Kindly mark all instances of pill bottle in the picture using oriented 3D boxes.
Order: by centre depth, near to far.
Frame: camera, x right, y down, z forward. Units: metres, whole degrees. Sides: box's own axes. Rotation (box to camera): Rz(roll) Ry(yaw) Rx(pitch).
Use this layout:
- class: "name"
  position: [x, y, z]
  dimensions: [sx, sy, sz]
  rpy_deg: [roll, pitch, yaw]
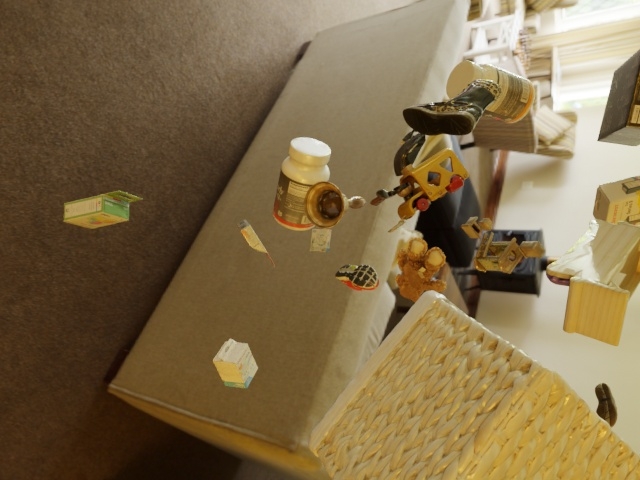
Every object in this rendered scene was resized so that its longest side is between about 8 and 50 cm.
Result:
- class: "pill bottle"
  position: [0.581, -0.511, 1.539]
  dimensions: [0.279, 0.162, 0.162]
  rpy_deg: [7, 85, -26]
- class: "pill bottle"
  position: [-0.077, -0.241, 1.929]
  dimensions: [0.210, 0.210, 0.362]
  rpy_deg: [-39, 151, -49]

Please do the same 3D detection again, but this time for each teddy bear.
- class: "teddy bear"
  position: [0.433, 0.121, 1.938]
  dimensions: [0.113, 0.245, 0.337]
  rpy_deg: [-50, 143, -38]

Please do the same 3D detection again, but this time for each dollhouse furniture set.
- class: "dollhouse furniture set"
  position: [0.509, 0.013, 1.298]
  dimensions: [0.161, 0.182, 0.101]
  rpy_deg: [45, 74, -14]

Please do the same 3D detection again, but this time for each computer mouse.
- class: "computer mouse"
  position: [0.329, -0.366, 1.709]
  dimensions: [0.060, 0.184, 0.262]
  rpy_deg: [33, 88, -19]

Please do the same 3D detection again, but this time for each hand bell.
- class: "hand bell"
  position: [0.072, -0.105, 1.286]
  dimensions: [0.242, 0.126, 0.126]
  rpy_deg: [-10, 100, -57]

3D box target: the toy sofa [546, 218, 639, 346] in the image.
- class: "toy sofa"
  position: [0.712, 0.088, 1.125]
  dimensions: [0.363, 0.177, 0.150]
  rpy_deg: [-30, 124, -36]

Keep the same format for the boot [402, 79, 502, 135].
- class: "boot"
  position: [0.371, -0.379, 1.269]
  dimensions: [0.178, 0.236, 0.085]
  rpy_deg: [-44, 130, -20]

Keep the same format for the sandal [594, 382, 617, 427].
- class: "sandal"
  position: [1.088, 0.629, 1.700]
  dimensions: [0.049, 0.072, 0.180]
  rpy_deg: [40, 44, -17]

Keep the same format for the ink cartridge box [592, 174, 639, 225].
- class: "ink cartridge box"
  position: [1.022, -0.127, 1.456]
  dimensions: [0.154, 0.213, 0.093]
  rpy_deg: [64, 18, -44]

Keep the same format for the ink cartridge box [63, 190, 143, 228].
- class: "ink cartridge box"
  position: [-0.666, -0.092, 1.380]
  dimensions: [0.109, 0.210, 0.062]
  rpy_deg: [29, 52, -69]

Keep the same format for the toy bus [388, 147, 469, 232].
- class: "toy bus"
  position: [0.228, -0.126, 1.019]
  dimensions: [0.104, 0.191, 0.202]
  rpy_deg: [56, 31, 2]

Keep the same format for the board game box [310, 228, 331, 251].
- class: "board game box"
  position: [0.000, 0.000, 1.766]
  dimensions: [0.020, 0.090, 0.089]
  rpy_deg: [9, 85, -45]

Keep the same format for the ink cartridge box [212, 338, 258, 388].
- class: "ink cartridge box"
  position: [-0.287, 0.411, 1.507]
  dimensions: [0.092, 0.090, 0.143]
  rpy_deg: [-61, 144, -49]

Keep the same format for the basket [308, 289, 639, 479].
- class: "basket"
  position: [0.227, 0.313, 0.669]
  dimensions: [0.328, 0.266, 0.331]
  rpy_deg: [40, 86, -23]

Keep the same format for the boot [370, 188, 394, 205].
- class: "boot"
  position: [0.228, -0.167, 1.790]
  dimensions: [0.107, 0.114, 0.037]
  rpy_deg: [-2, 76, -38]

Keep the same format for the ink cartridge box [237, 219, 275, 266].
- class: "ink cartridge box"
  position: [-0.237, 0.016, 1.633]
  dimensions: [0.045, 0.145, 0.179]
  rpy_deg: [-30, 107, -9]

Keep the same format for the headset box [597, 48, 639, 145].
- class: "headset box"
  position: [1.004, -0.442, 1.410]
  dimensions: [0.283, 0.131, 0.246]
  rpy_deg: [-7, 108, -75]

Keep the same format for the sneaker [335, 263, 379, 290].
- class: "sneaker"
  position: [0.182, 0.175, 1.981]
  dimensions: [0.107, 0.279, 0.118]
  rpy_deg: [-49, 114, -14]
